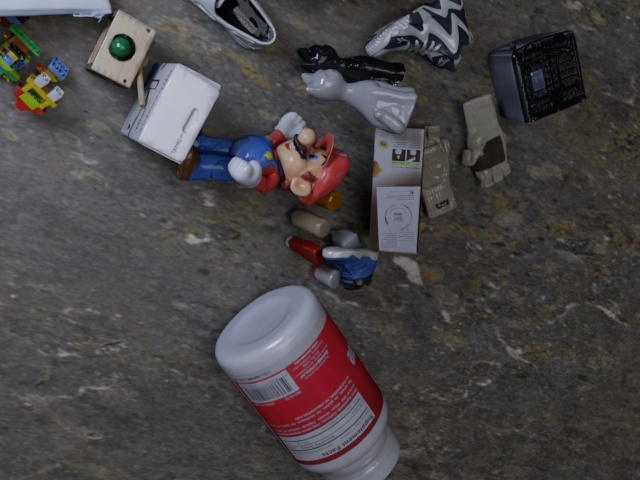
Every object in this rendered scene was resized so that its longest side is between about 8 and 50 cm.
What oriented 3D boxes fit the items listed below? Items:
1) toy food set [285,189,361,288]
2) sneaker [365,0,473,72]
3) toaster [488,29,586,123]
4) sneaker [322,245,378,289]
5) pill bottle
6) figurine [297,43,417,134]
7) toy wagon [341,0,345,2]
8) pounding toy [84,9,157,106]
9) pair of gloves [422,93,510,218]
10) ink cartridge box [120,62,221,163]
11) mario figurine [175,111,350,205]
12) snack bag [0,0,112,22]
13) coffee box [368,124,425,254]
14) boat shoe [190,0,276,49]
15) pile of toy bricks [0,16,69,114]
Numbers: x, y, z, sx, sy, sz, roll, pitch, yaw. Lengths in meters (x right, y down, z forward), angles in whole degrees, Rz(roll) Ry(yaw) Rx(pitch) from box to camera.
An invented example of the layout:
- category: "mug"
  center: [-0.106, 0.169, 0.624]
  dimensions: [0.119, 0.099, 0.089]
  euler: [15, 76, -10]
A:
- category: "toy food set"
  center: [0.000, 0.000, 1.580]
  dimensions: [0.111, 0.104, 0.232]
  euler: [-40, 132, -24]
- category: "sneaker"
  center: [0.212, -0.391, 1.565]
  dimensions: [0.235, 0.094, 0.153]
  euler: [-36, 104, -22]
- category: "toaster"
  center: [0.464, -0.359, 1.667]
  dimensions: [0.168, 0.110, 0.185]
  euler: [-24, 110, -17]
- category: "sneaker"
  center: [0.057, 0.058, 1.539]
  dimensions: [0.152, 0.058, 0.084]
  euler: [4, 97, -52]
- category: "pill bottle"
  center: [-0.010, 0.308, 1.550]
  dimensions: [0.229, 0.229, 0.407]
  euler: [-38, 113, -11]
- category: "figurine"
  center: [0.059, -0.293, 1.455]
  dimensions: [0.209, 0.215, 0.092]
  euler: [16, 120, -14]
- category: "toy wagon"
  center: [0.106, -0.584, 1.457]
  dimensions: [0.344, 0.068, 0.267]
  euler: [-51, 124, -15]
- category: "pounding toy"
  center: [-0.333, -0.311, 1.331]
  dimensions: [0.100, 0.141, 0.130]
  euler: [25, 91, -25]
- category: "pair of gloves"
  center: [0.296, -0.184, 1.675]
  dimensions: [0.240, 0.042, 0.204]
  euler: [-30, 115, -10]
- category: "ink cartridge box"
  center: [-0.264, -0.225, 1.344]
  dimensions: [0.086, 0.203, 0.148]
  euler: [27, 90, -25]
- category: "mario figurine"
  center: [-0.098, -0.173, 1.432]
  dimensions: [0.321, 0.170, 0.198]
  euler: [6, 74, -14]
- category: "snack bag"
  center: [-0.500, -0.507, 1.196]
  dimensions: [0.323, 0.037, 0.342]
  euler: [-16, 99, -41]
- category: "coffee box"
  center: [0.155, -0.107, 1.563]
  dimensions: [0.098, 0.141, 0.246]
  euler: [4, 101, 8]
- category: "boat shoe"
  center: [-0.185, -0.443, 1.393]
  dimensions: [0.096, 0.088, 0.267]
  euler: [-48, 114, -6]
- category: "pile of toy bricks"
  center: [-0.525, -0.310, 1.288]
  dimensions: [0.105, 0.118, 0.212]
  euler: [-25, 127, 20]
